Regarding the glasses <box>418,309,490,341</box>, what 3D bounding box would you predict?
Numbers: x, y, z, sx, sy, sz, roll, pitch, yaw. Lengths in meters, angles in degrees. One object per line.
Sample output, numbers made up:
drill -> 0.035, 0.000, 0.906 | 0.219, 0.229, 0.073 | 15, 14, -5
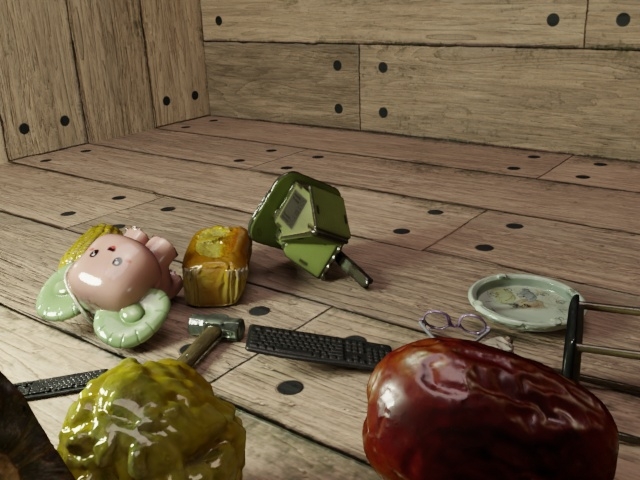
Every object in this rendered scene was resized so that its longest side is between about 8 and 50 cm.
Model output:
glasses -> 0.249, 0.192, 1.327 | 0.139, 0.063, 0.104 | 4, 43, 17

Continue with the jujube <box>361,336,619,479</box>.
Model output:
jujube -> 0.212, 0.249, 0.907 | 0.317, 0.223, 0.223 | 10, 21, 4

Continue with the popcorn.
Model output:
popcorn -> -0.219, 0.279, 0.897 | 0.249, 0.225, 0.249 | 14, 23, -6

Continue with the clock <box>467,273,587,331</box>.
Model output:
clock -> 0.419, 0.135, 1.420 | 0.236, 0.053, 0.236 | -2, 23, 1

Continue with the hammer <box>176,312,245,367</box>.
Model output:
hammer -> -0.258, 0.231, 1.259 | 0.111, 0.044, 0.365 | 6, 23, 17

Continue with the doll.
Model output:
doll -> -0.420, 0.106, 1.455 | 0.284, 0.216, 0.268 | 18, 48, 20

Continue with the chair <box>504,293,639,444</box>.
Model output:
chair -> 0.404, 0.194, 1.099 | 0.272, 0.167, 0.188 | 5, 21, 19

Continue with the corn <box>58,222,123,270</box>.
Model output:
corn -> -0.542, 0.040, 1.680 | 0.130, 0.130, 0.347 | -4, 20, -4

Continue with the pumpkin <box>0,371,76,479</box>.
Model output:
pumpkin -> -0.395, 0.278, 0.793 | 0.221, 0.317, 0.139 | -27, 9, 44

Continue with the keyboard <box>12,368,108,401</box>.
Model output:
keyboard -> -0.481, 0.257, 1.245 | 0.196, 0.015, 0.074 | -7, 20, -13

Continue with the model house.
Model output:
model house -> 0.000, 0.000, 1.618 | 0.218, 0.205, 0.279 | 17, 21, -42

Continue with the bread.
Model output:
bread -> -0.238, 0.051, 1.634 | 0.152, 0.120, 0.288 | 1, 20, -2

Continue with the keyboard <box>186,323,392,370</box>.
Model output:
keyboard -> -0.053, 0.194, 1.277 | 0.380, 0.041, 0.103 | 3, 20, -2

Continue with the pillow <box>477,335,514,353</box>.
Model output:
pillow -> 0.196, 0.211, 1.142 | 0.248, 0.049, 0.135 | -18, 7, 20
